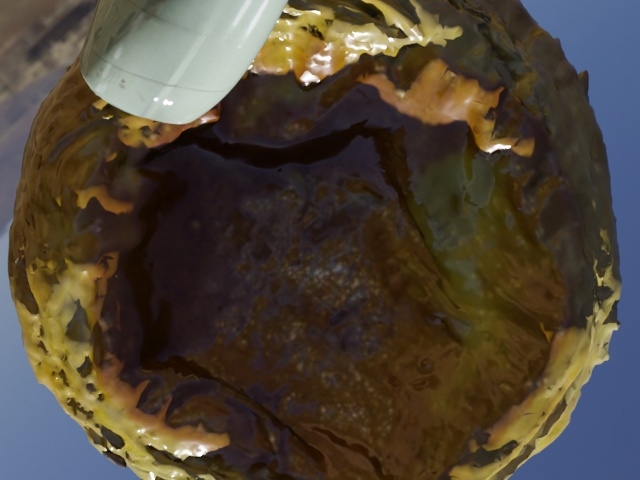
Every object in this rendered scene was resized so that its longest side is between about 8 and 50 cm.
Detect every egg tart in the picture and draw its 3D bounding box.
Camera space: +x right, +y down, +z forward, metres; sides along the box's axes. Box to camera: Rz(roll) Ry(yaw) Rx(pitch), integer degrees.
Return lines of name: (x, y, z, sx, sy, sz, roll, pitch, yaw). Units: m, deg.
egg tart: (0.000, 0.000, 0.880, 0.352, 0.352, 0.150, -43, -165, 1)

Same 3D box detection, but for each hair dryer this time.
hair dryer: (-0.088, -0.197, 0.707, 0.206, 0.237, 0.075, -52, 167, 24)

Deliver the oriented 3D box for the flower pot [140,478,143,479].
flower pot: (-0.079, 0.243, 1.370, 0.195, 0.195, 0.179, -57, 168, -54)
